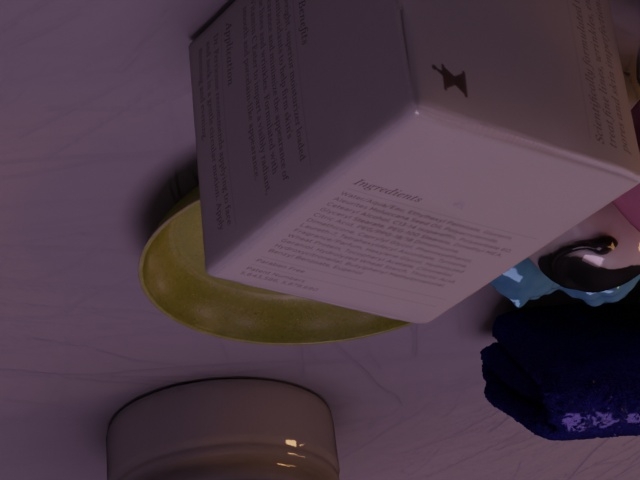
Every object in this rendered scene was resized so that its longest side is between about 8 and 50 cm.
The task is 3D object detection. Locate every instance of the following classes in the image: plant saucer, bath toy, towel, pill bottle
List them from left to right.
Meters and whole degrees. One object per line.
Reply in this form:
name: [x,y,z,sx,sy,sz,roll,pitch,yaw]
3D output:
pill bottle: [-0.062,0.322,1.355,0.224,0.392,0.224,-5,151,-3]
plant saucer: [0.000,0.000,1.156,0.241,0.037,0.241,-4,151,-2]
towel: [0.280,0.079,1.245,0.308,0.076,0.227,-5,-177,-7]
bath toy: [0.216,-0.030,0.952,0.129,0.151,0.348,45,159,-10]

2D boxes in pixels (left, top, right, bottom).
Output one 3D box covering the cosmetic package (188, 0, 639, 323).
cosmetic package: [0.044,-0.070,0.920,0.151,0.151,0.183,15,146,-33]
